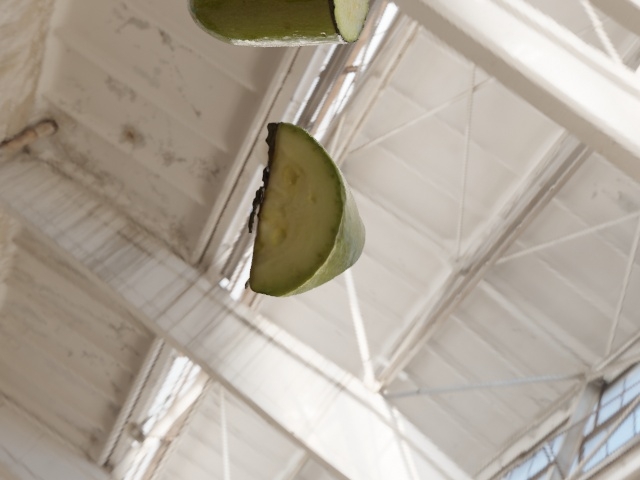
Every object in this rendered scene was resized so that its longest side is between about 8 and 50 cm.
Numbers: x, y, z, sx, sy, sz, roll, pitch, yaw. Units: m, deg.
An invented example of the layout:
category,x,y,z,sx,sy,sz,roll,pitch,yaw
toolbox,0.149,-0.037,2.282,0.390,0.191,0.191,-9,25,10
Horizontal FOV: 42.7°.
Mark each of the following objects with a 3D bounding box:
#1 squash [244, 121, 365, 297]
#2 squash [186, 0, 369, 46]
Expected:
category,x,y,z,sx,sy,sz,roll,pitch,yaw
squash,0.000,0.000,0.852,0.093,0.170,0.252,6,-14,10
squash,-0.069,-0.317,1.059,0.246,0.132,0.133,4,-59,24
